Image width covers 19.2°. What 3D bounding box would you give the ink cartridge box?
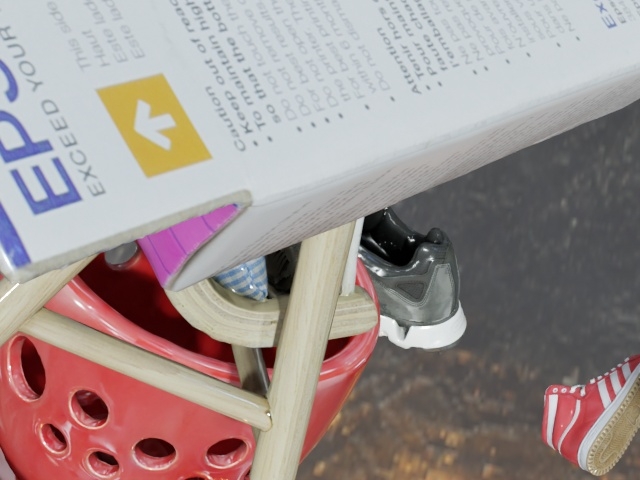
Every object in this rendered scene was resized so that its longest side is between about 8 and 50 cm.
[{"bbox_3d":[-0.058,-0.153,0.520,0.071,0.330,0.324,-38,79,41],"label":"ink cartridge box"}]

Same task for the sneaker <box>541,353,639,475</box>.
[{"bbox_3d":[0.202,0.105,1.322,0.067,0.118,0.042,23,156,50],"label":"sneaker"}]

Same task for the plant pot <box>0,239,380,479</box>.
[{"bbox_3d":[-0.085,0.069,0.982,0.191,0.191,0.174,24,121,-1],"label":"plant pot"}]

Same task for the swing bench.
[{"bbox_3d":[-0.042,-0.078,0.805,0.165,0.253,0.254,23,110,-21],"label":"swing bench"}]

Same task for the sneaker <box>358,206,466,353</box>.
[{"bbox_3d":[0.000,0.000,1.384,0.234,0.078,0.106,17,129,18],"label":"sneaker"}]
